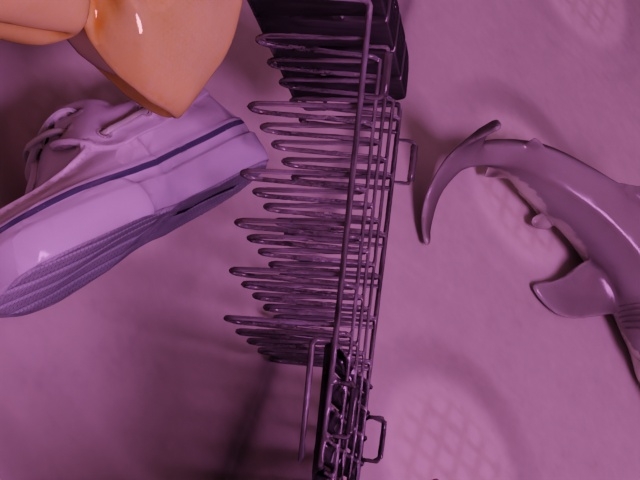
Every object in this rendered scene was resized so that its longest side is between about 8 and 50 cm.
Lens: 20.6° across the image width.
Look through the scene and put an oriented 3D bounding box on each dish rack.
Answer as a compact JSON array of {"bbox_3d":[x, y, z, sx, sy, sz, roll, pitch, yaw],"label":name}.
[{"bbox_3d":[0.000,0.000,0.858,0.208,0.074,0.271,55,40,-77],"label":"dish rack"}]

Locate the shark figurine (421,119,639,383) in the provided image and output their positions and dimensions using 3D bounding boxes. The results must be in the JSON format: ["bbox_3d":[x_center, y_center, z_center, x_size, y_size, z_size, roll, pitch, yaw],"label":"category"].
[{"bbox_3d":[0.183,-0.022,1.126,0.278,0.116,0.166,40,42,-28],"label":"shark figurine"}]

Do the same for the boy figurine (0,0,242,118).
[{"bbox_3d":[-0.170,-0.119,0.754,0.285,0.177,0.092,10,98,-34],"label":"boy figurine"}]

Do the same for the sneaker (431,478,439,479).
[{"bbox_3d":[0.032,0.176,0.735,0.121,0.299,0.112,-28,89,-7],"label":"sneaker"}]

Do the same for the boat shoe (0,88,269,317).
[{"bbox_3d":[-0.109,-0.028,0.840,0.076,0.083,0.226,52,26,4],"label":"boat shoe"}]
